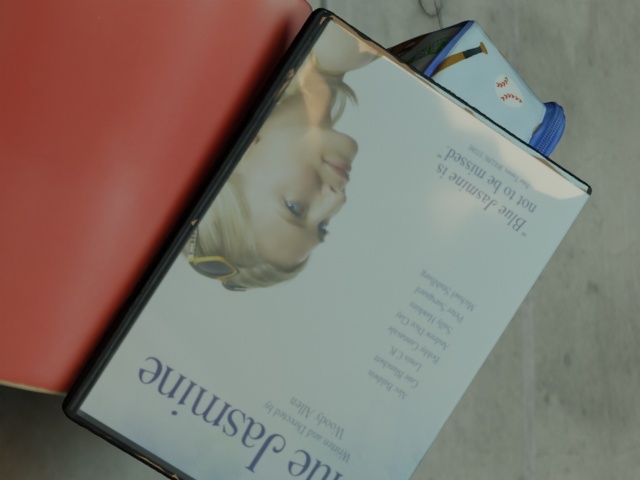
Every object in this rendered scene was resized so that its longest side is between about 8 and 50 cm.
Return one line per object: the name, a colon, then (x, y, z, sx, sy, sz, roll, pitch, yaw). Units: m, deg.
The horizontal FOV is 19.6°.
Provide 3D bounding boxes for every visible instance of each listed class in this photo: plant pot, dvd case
plant pot: (-0.163, -0.055, 1.033, 0.275, 0.275, 0.243, 15, 93, -40)
dvd case: (0.005, 0.030, 0.980, 0.180, 0.022, 0.253, 33, 90, -12)

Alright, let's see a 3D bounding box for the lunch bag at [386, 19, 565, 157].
lunch bag: (0.000, 0.000, 1.154, 0.115, 0.303, 0.243, 42, 59, -14)
